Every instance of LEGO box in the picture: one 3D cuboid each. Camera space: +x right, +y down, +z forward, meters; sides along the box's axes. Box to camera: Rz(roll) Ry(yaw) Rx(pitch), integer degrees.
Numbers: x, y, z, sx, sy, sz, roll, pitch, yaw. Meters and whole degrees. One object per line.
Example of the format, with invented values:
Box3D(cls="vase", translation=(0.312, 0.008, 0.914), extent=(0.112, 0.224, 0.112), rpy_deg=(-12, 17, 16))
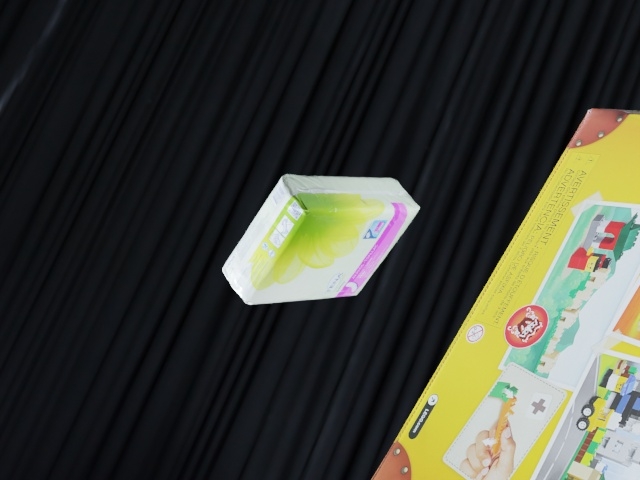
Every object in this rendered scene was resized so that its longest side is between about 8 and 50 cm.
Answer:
Box3D(cls="LEGO box", translation=(0.332, 0.130, 0.883), extent=(0.193, 0.500, 0.372), rpy_deg=(40, 167, -33))

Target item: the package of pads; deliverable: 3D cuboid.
Box3D(cls="package of pads", translation=(0.000, 0.000, 1.583), extent=(0.297, 0.229, 0.101), rpy_deg=(-1, -135, -46))
